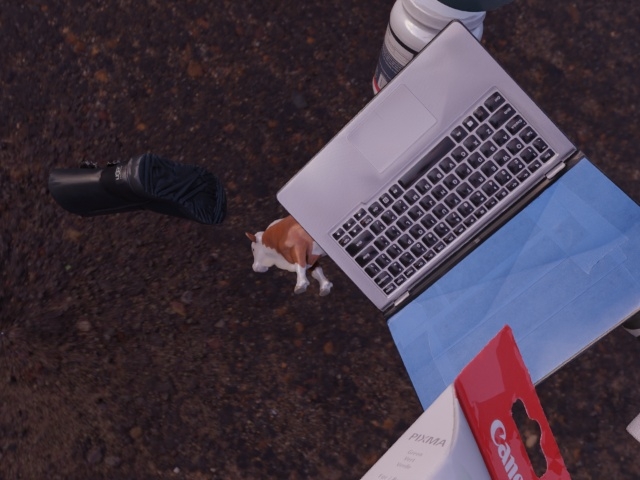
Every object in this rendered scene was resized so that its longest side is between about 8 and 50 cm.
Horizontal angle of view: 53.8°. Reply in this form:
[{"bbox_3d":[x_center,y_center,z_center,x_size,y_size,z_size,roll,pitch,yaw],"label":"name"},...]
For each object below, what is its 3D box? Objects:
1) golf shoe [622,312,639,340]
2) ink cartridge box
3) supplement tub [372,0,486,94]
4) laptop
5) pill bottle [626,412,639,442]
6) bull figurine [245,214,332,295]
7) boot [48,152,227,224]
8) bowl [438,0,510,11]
[{"bbox_3d":[0.591,0.046,1.040,0.105,0.120,0.272,21,104,-44],"label":"golf shoe"},{"bbox_3d":[0.113,0.188,0.410,0.225,0.056,0.180,-34,107,-33],"label":"ink cartridge box"},{"bbox_3d":[0.226,-0.403,1.330,0.191,0.272,0.191,4,56,-7],"label":"supplement tub"},{"bbox_3d":[0.173,-0.025,0.850,0.382,0.236,0.408,-43,90,17],"label":"laptop"},{"bbox_3d":[0.387,0.110,0.534,0.136,0.136,0.245,40,96,-16],"label":"pill bottle"},{"bbox_3d":[0.000,0.000,1.205,0.101,0.311,0.188,44,19,-56],"label":"bull figurine"},{"bbox_3d":[-0.308,-0.081,1.085,0.246,0.207,0.094,20,69,-60],"label":"boot"},{"bbox_3d":[0.277,-0.525,1.090,0.312,0.163,0.311,0,81,0],"label":"bowl"}]
